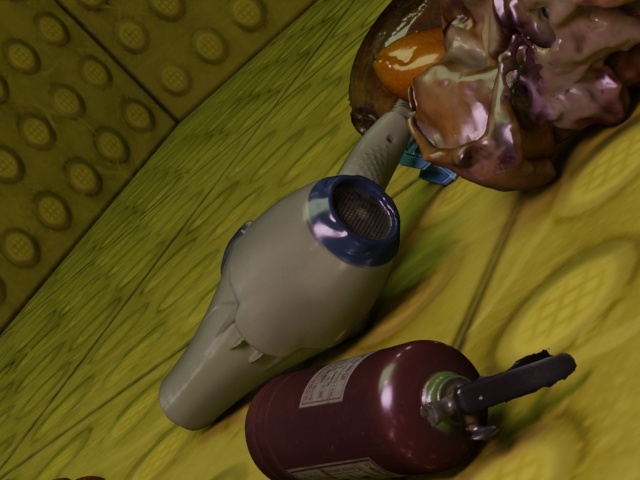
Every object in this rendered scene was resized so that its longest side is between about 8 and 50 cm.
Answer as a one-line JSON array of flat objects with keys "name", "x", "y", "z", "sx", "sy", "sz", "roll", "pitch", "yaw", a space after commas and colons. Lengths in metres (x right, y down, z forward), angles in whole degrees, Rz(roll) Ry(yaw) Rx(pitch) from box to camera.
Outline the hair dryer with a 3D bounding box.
[{"name": "hair dryer", "x": -0.026, "y": 0.032, "z": 1.156, "sx": 0.296, "sy": 0.119, "sz": 0.298, "roll": -49, "pitch": 4, "yaw": 24}]

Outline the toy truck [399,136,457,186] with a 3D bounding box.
[{"name": "toy truck", "x": 0.100, "y": -0.081, "z": 1.237, "sx": 0.073, "sy": 0.056, "sz": 0.090, "roll": -40, "pitch": 25, "yaw": 41}]

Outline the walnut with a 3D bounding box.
[{"name": "walnut", "x": 0.158, "y": -0.160, "z": 0.997, "sx": 0.238, "sy": 0.141, "sz": 0.204, "roll": -55, "pitch": 42, "yaw": 28}]

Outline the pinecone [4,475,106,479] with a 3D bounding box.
[{"name": "pinecone", "x": -0.169, "y": 0.223, "z": 0.795, "sx": 0.185, "sy": 0.169, "sz": 0.212, "roll": -40, "pitch": 12, "yaw": 11}]

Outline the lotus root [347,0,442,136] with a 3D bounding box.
[{"name": "lotus root", "x": 0.117, "y": -0.200, "z": 1.413, "sx": 0.241, "sy": 0.123, "sz": 0.124, "roll": -46, "pitch": 2, "yaw": -16}]

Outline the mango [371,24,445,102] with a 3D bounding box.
[{"name": "mango", "x": 0.129, "y": -0.143, "z": 1.190, "sx": 0.159, "sy": 0.084, "sz": 0.105, "roll": -21, "pitch": 27, "yaw": -6}]

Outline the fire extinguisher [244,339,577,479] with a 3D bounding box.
[{"name": "fire extinguisher", "x": 0.047, "y": 0.090, "z": 0.786, "sx": 0.099, "sy": 0.071, "sz": 0.231, "roll": -19, "pitch": -3, "yaw": -31}]
